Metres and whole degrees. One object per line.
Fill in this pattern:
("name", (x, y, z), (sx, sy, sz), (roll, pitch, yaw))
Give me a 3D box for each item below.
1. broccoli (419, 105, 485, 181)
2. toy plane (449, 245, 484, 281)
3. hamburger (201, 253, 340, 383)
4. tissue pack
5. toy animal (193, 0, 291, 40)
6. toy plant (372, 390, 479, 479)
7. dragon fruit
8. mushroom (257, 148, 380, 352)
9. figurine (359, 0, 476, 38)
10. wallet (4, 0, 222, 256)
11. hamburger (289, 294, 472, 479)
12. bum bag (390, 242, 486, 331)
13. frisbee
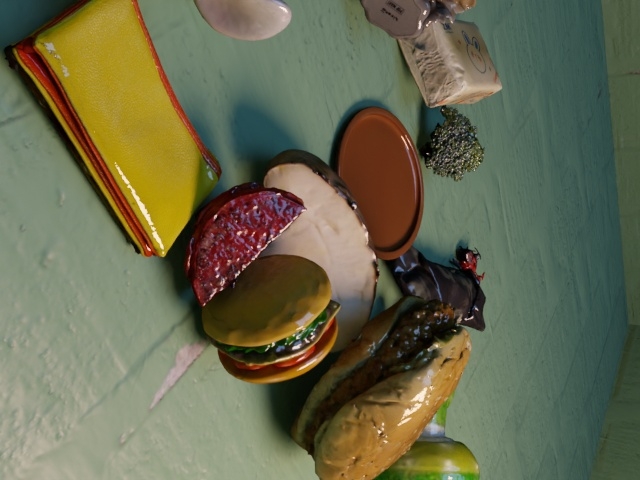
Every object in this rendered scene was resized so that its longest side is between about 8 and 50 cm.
("broccoli", (0.262, -0.193, 1.264), (0.118, 0.122, 0.204), (-54, 178, 26))
("toy plane", (0.325, 0.058, 1.421), (0.145, 0.037, 0.060), (48, 58, -44))
("hamburger", (-0.056, 0.089, 0.759), (0.162, 0.161, 0.115), (-49, 134, -42))
("tissue pack", (0.238, -0.323, 1.184), (0.196, 0.092, 0.149), (-21, 86, -52))
("toy animal", (-0.149, -0.313, 0.525), (0.325, 0.154, 0.209), (22, 86, -30))
("toy plant", (0.177, 0.286, 1.116), (0.224, 0.184, 0.316), (21, 66, -51))
("dragon fruit", (-0.108, -0.014, 0.735), (0.083, 0.106, 0.162), (43, 86, -23))
("mushroom", (0.000, 0.000, 0.880), (0.151, 0.155, 0.286), (-80, 160, -62))
("figurine", (0.180, -0.467, 1.086), (0.207, 0.166, 0.387), (32, 49, -2))
("wallet", (-0.188, -0.115, 0.640), (0.141, 0.067, 0.241), (-61, 143, -40))
("hamburger", (0.092, 0.209, 0.899), (0.259, 0.144, 0.283), (-18, 139, -48))
("bum bag", (0.227, 0.096, 1.221), (0.340, 0.095, 0.144), (19, 47, -54))
("frisbee", (0.100, -0.093, 1.069), (0.250, 0.021, 0.251), (6, 82, -51))
